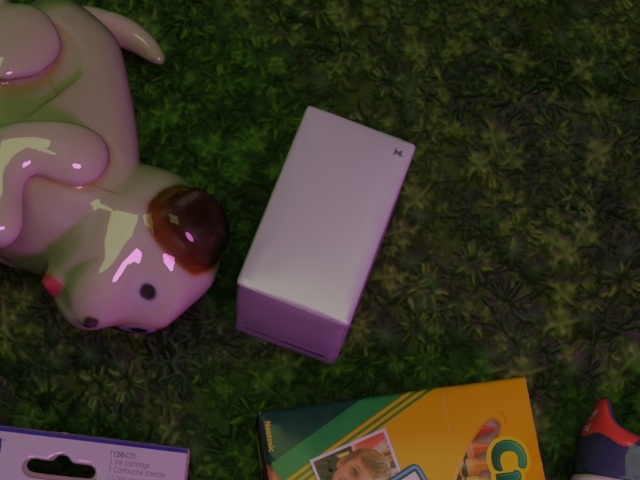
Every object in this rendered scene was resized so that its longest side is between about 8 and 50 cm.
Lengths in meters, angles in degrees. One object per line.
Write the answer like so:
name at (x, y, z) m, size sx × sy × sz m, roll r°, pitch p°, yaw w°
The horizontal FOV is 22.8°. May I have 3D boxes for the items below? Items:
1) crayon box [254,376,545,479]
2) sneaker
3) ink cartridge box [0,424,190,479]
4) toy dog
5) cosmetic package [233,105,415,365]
crayon box at (0.106, 0.356, 1.796) m, size 0.313 × 0.106 × 0.363 m, roll -7°, pitch 75°, yaw -7°
sneaker at (0.471, 0.258, 1.841) m, size 0.350 × 0.131 × 0.148 m, roll 9°, pitch 78°, yaw -2°
ink cartridge box at (-0.303, 0.366, 1.733) m, size 0.304 × 0.072 × 0.307 m, roll 11°, pitch 70°, yaw -23°
toy dog at (-0.289, -0.066, 1.827) m, size 0.395 × 0.284 × 0.408 m, roll -25°, pitch 73°, yaw -48°
cosmetic package at (0.000, 0.000, 1.826) m, size 0.138 × 0.224 × 0.224 m, roll 21°, pitch 73°, yaw 1°
